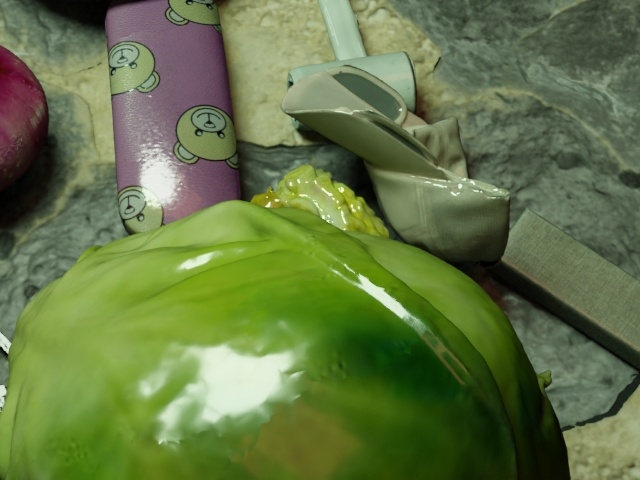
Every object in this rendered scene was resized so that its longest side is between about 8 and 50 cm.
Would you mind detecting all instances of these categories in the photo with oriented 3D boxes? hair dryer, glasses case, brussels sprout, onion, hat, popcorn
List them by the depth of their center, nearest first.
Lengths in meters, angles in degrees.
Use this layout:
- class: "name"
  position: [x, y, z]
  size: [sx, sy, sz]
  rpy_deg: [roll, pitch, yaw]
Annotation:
- class: "brussels sprout"
  position: [-0.012, 0.145, 0.821]
  size: [0.425, 0.361, 0.342]
  rpy_deg: [13, 76, -21]
- class: "popcorn"
  position: [0.000, 0.000, 1.078]
  size: [0.126, 0.126, 0.145]
  rpy_deg: [-28, 87, -31]
- class: "onion"
  position: [-0.350, -0.118, 1.080]
  size: [0.177, 0.153, 0.177]
  rpy_deg: [3, 75, -12]
- class: "hat"
  position: [0.065, -0.062, 1.083]
  size: [0.226, 0.164, 0.219]
  rpy_deg: [8, 21, -7]
- class: "glasses case"
  position: [0.269, 0.054, 1.124]
  size: [0.205, 0.047, 0.071]
  rpy_deg: [34, 68, 10]
- class: "glasses case"
  position: [-0.152, -0.134, 1.152]
  size: [0.123, 0.076, 0.316]
  rpy_deg: [-4, 62, -9]
- class: "hair dryer"
  position: [0.016, -0.227, 1.229]
  size: [0.131, 0.073, 0.236]
  rpy_deg: [-7, 61, -10]

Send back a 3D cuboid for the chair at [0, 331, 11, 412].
- class: "chair"
  position: [-0.361, 0.057, 1.011]
  size: [0.229, 0.113, 0.106]
  rpy_deg: [42, 67, 18]
